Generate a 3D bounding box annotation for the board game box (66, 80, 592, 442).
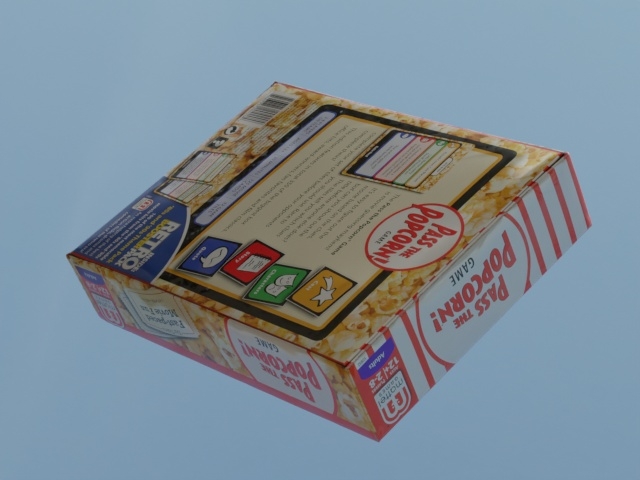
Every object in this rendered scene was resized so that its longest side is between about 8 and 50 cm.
[{"bbox_3d":[0.000,0.000,0.787,0.147,0.045,0.193,-42,-142,-25],"label":"board game box"}]
